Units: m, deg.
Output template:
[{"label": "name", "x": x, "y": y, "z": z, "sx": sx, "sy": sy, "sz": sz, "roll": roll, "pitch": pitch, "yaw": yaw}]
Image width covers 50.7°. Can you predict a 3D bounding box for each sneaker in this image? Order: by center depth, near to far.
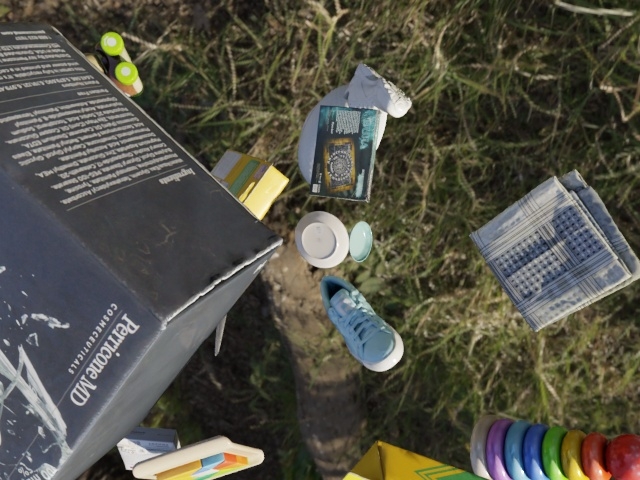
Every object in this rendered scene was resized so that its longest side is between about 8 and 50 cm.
[{"label": "sneaker", "x": 0.119, "y": -0.306, "z": 1.503, "sx": 0.090, "sy": 0.232, "sz": 0.115, "roll": 29, "pitch": 106, "yaw": -29}, {"label": "sneaker", "x": 0.086, "y": 0.215, "z": 1.835, "sx": 0.150, "sy": 0.135, "sz": 0.366, "roll": 45, "pitch": 180, "yaw": -34}]

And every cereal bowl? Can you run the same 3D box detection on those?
[{"label": "cereal bowl", "x": 0.044, "y": -0.305, "z": 1.963, "sx": 0.141, "sy": 0.339, "sz": 0.338, "roll": 30, "pitch": 142, "yaw": 23}]

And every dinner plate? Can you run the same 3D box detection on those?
[{"label": "dinner plate", "x": 0.000, "y": 0.000, "z": 1.611, "sx": 0.141, "sy": 0.017, "sz": 0.141, "roll": 6, "pitch": 106, "yaw": 22}]

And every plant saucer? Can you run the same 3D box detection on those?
[{"label": "plant saucer", "x": 0.111, "y": 0.003, "z": 1.984, "sx": 0.021, "sy": 0.119, "sz": 0.119, "roll": 7, "pitch": 135, "yaw": 36}]

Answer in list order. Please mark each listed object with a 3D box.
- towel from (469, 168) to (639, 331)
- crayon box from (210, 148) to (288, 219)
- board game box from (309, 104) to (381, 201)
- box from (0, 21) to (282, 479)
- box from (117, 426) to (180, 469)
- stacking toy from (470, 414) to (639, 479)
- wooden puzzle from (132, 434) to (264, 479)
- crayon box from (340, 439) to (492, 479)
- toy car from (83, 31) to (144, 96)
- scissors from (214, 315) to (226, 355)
[{"label": "towel", "x": 0.578, "y": 0.028, "z": 1.672, "sx": 0.324, "sy": 0.056, "sz": 0.312, "roll": -37, "pitch": 76, "yaw": 28}, {"label": "crayon box", "x": -0.201, "y": -0.101, "z": 1.611, "sx": 0.083, "sy": 0.203, "sz": 0.323, "roll": 38, "pitch": 175, "yaw": -27}, {"label": "board game box", "x": 0.050, "y": -0.176, "z": 1.369, "sx": 0.126, "sy": 0.026, "sz": 0.186, "roll": 9, "pitch": 93, "yaw": 20}, {"label": "box", "x": -0.399, "y": 0.041, "z": 0.937, "sx": 0.472, "sy": 0.297, "sz": 0.480, "roll": 42, "pitch": 120, "yaw": 5}, {"label": "box", "x": -0.420, "y": 0.519, "z": 1.669, "sx": 0.145, "sy": 0.038, "sz": 0.186, "roll": 4, "pitch": 137, "yaw": 1}, {"label": "stacking toy", "x": 0.457, "y": 0.406, "z": 1.264, "sx": 0.330, "sy": 0.141, "sz": 0.141, "roll": -8, "pitch": 126, "yaw": 39}, {"label": "wooden puzzle", "x": -0.259, "y": 0.496, "z": 1.480, "sx": 0.221, "sy": 0.044, "sz": 0.238, "roll": -20, "pitch": 150, "yaw": 7}, {"label": "crayon box", "x": 0.127, "y": 0.411, "z": 0.987, "sx": 0.319, "sy": 0.081, "sz": 0.202, "roll": 25, "pitch": 119, "yaw": -18}, {"label": "toy car", "x": -0.539, "y": -0.394, "z": 1.622, "sx": 0.148, "sy": 0.189, "sz": 0.155, "roll": 65, "pitch": 172, "yaw": -3}, {"label": "scissors", "x": -0.263, "y": 0.154, "z": 1.798, "sx": 0.109, "sy": 0.297, "sz": 0.021, "roll": 25, "pitch": 178, "yaw": -24}]
